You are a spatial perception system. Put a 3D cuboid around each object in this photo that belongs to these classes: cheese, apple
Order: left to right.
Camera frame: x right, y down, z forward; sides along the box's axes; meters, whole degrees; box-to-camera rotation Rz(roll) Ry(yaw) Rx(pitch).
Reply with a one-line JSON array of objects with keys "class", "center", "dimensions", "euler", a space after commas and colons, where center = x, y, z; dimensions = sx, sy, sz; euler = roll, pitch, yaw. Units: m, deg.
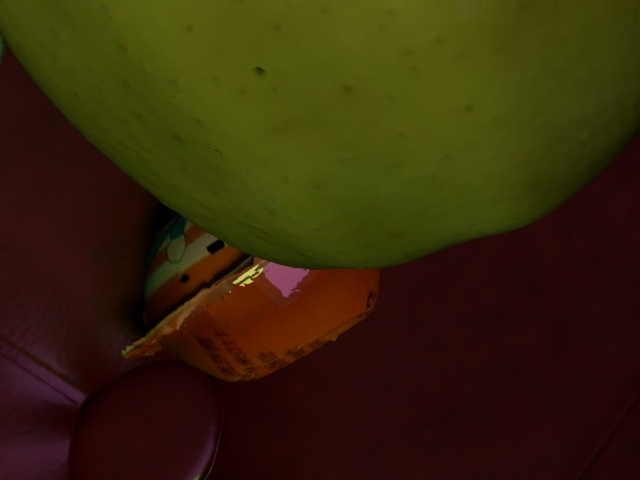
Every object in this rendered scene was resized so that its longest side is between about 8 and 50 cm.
[{"class": "cheese", "center": [0.000, 0.000, 1.259], "dimensions": [0.329, 0.129, 0.217], "euler": [-32, 174, 10]}, {"class": "apple", "center": [0.017, -0.209, 0.998], "dimensions": [0.474, 0.473, 0.473], "euler": [-18, 122, -32]}]

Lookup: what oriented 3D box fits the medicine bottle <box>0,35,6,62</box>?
[{"class": "medicine bottle", "center": [-0.292, -0.160, 0.970], "dimensions": [0.139, 0.139, 0.225], "euler": [-43, 120, -14]}]
